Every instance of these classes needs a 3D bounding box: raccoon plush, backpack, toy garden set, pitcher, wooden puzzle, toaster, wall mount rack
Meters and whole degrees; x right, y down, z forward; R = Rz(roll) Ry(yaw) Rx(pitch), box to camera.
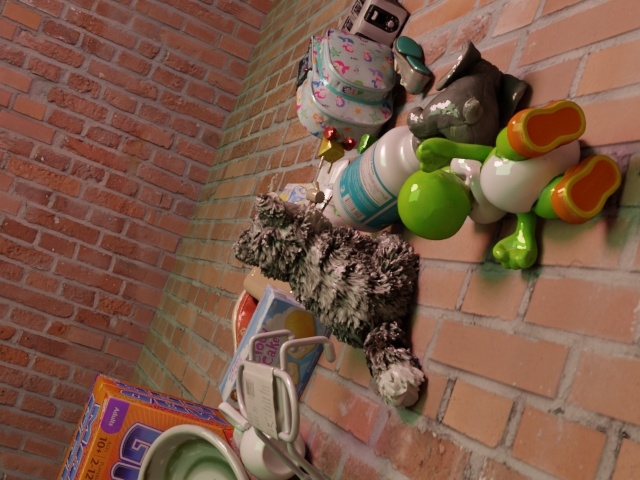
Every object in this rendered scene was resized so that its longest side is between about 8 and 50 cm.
[{"bbox_3d":[0.013,0.070,1.428,0.216,0.299,0.446,-64,19,13],"label":"raccoon plush"},{"bbox_3d":[0.062,-0.343,1.872,0.191,0.225,0.253,129,151,-54],"label":"backpack"},{"bbox_3d":[0.045,-0.105,1.679,0.049,0.204,0.244,19,87,47],"label":"toy garden set"},{"bbox_3d":[-0.125,0.398,1.651,0.125,0.178,0.207,-49,12,-17],"label":"pitcher"},{"bbox_3d":[-0.070,0.055,1.973,0.239,0.044,0.221,-57,33,-4],"label":"wooden puzzle"},{"bbox_3d":[0.128,-0.549,2.086,0.168,0.110,0.186,-60,20,22],"label":"toaster"},{"bbox_3d":[-0.042,0.313,1.408,0.350,0.130,0.304,172,93,-70],"label":"wall mount rack"}]

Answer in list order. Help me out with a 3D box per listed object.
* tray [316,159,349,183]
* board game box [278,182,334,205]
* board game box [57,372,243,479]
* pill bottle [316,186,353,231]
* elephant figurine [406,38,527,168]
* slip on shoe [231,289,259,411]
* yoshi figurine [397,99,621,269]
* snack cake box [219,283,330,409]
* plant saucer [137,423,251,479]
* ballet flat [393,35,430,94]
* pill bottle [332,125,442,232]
[{"bbox_3d":[-0.008,-0.083,2.079,0.270,0.030,0.145,-69,18,-2],"label":"tray"},{"bbox_3d":[-0.043,-0.080,1.992,0.201,0.035,0.136,3,50,48],"label":"board game box"},{"bbox_3d":[-0.430,0.571,2.020,0.356,0.356,0.356,-2,68,70],"label":"board game box"},{"bbox_3d":[0.000,0.000,1.816,0.221,0.124,0.124,-70,19,-4],"label":"pill bottle"},{"bbox_3d":[0.254,-0.248,1.368,0.186,0.169,0.239,7,57,42],"label":"elephant figurine"},{"bbox_3d":[-0.155,0.253,2.005,0.101,0.123,0.331,-28,44,41],"label":"slip on shoe"},{"bbox_3d":[0.230,-0.069,1.161,0.362,0.203,0.204,162,120,-70],"label":"yoshi figurine"},{"bbox_3d":[-0.095,0.245,1.767,0.264,0.152,0.089,-65,19,11],"label":"snack cake box"},{"bbox_3d":[-0.239,0.586,1.727,0.400,0.100,0.400,-2,87,42],"label":"plant saucer"},{"bbox_3d":[0.190,-0.383,1.796,0.213,0.072,0.068,-98,30,-55],"label":"ballet flat"},{"bbox_3d":[0.140,-0.120,1.527,0.264,0.146,0.146,-35,38,58],"label":"pill bottle"}]
